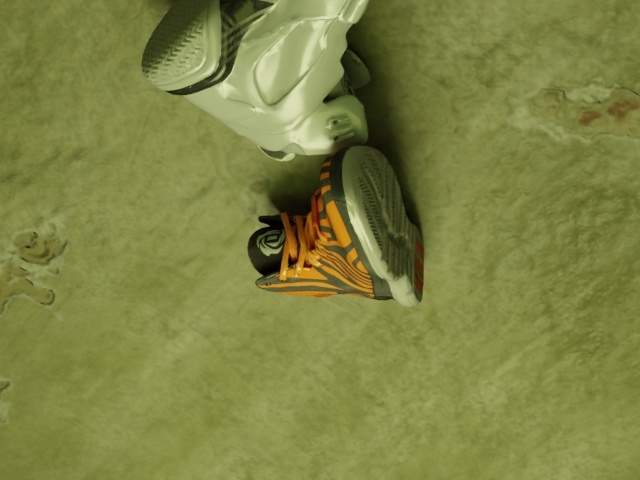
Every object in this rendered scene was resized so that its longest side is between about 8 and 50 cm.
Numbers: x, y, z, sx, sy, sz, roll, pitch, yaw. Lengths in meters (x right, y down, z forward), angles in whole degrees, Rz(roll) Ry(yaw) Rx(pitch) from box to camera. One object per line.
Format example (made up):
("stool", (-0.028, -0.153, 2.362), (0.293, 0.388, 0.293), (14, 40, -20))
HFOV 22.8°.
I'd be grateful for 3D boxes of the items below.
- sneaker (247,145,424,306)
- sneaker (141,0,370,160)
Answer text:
("sneaker", (0.000, 0.000, 1.689), (0.180, 0.125, 0.321), (-1, 156, 13))
("sneaker", (0.011, -0.222, 1.579), (0.366, 0.137, 0.210), (-35, 121, 27))
